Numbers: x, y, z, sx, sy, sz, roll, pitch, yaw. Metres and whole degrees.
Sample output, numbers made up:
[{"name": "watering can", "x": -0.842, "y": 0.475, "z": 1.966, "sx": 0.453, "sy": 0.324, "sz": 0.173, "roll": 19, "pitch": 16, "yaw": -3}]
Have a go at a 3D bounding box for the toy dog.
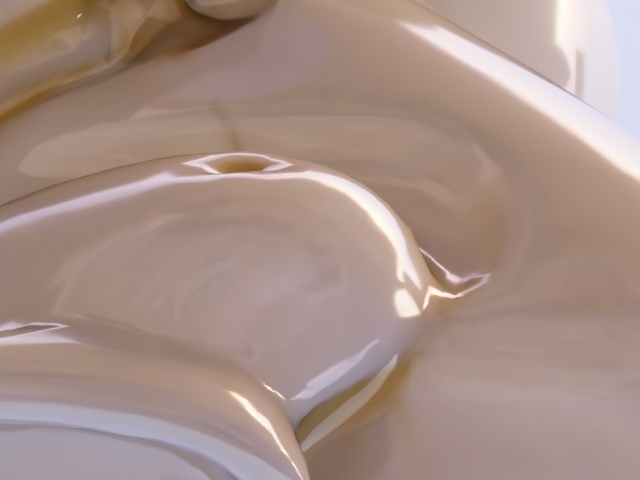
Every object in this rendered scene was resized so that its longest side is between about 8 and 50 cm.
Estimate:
[{"name": "toy dog", "x": 0.000, "y": 0.000, "z": 0.585, "sx": 0.395, "sy": 0.285, "sz": 0.408, "roll": -20, "pitch": -148, "yaw": 10}]
